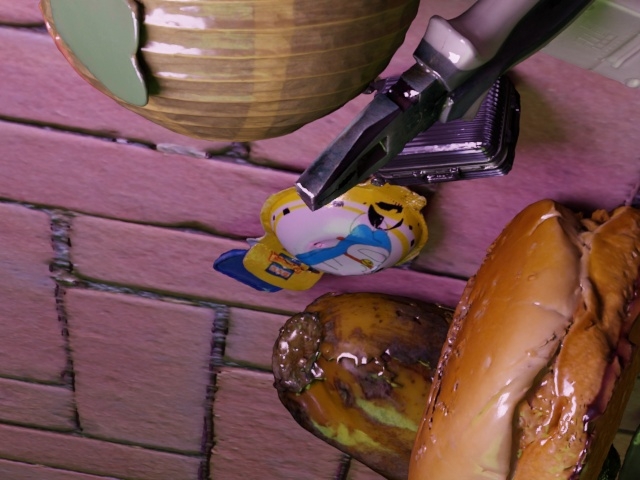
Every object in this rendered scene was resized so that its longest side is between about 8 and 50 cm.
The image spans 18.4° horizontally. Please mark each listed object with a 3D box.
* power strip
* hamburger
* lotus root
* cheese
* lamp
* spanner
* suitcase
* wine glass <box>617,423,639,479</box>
[{"bbox_3d":[0.267,-0.141,1.404,0.338,0.058,0.098,18,154,-20],"label":"power strip"},{"bbox_3d":[0.191,0.115,1.692,0.174,0.304,0.284,20,146,1],"label":"hamburger"},{"bbox_3d":[0.133,0.167,1.954,0.397,0.179,0.196,24,153,-28],"label":"lotus root"},{"bbox_3d":[0.000,0.000,1.782,0.156,0.064,0.250,25,148,-28],"label":"cheese"},{"bbox_3d":[-0.056,-0.202,1.202,0.250,0.250,0.284,5,114,9],"label":"lamp"},{"bbox_3d":[0.106,-0.127,1.245,0.040,0.325,0.095,42,161,21],"label":"spanner"},{"bbox_3d":[0.092,-0.089,1.538,0.126,0.086,0.059,-5,153,28],"label":"suitcase"},{"bbox_3d":[0.539,0.321,2.072,0.406,0.267,0.267,14,155,-19],"label":"wine glass"}]
